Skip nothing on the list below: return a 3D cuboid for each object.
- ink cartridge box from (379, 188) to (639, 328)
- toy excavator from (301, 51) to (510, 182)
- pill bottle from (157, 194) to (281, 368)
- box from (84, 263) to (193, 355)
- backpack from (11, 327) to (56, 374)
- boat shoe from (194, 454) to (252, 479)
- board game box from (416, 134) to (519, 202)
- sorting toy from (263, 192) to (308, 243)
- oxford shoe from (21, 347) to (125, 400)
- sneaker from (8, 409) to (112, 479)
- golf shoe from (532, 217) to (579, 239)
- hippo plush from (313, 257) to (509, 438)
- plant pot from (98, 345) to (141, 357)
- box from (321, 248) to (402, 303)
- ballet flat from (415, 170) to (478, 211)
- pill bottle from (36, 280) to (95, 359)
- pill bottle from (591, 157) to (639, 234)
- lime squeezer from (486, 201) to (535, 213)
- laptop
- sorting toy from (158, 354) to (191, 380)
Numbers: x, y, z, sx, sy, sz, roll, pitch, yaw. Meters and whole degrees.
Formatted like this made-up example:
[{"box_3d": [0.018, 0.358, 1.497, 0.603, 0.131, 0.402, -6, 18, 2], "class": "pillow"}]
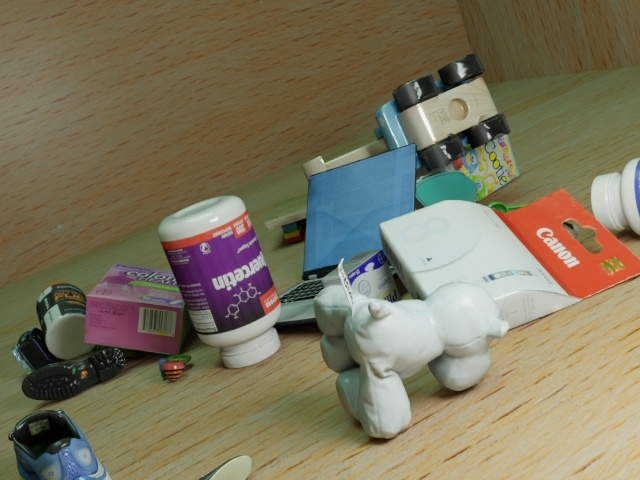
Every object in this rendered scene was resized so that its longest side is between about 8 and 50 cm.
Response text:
[{"box_3d": [0.336, 0.014, 1.662, 0.385, 0.091, 0.308, -21, 36, -6], "class": "ink cartridge box"}, {"box_3d": [0.205, -0.263, 2.400, 0.433, 0.222, 0.445, -26, 2, -20], "class": "toy excavator"}, {"box_3d": [-0.189, 0.084, 1.844, 0.181, 0.323, 0.181, -19, 14, 5], "class": "pill bottle"}, {"box_3d": [-0.407, 0.155, 2.141, 0.213, 0.117, 0.243, 8, 15, 1], "class": "box"}, {"box_3d": [-0.712, 0.274, 2.296, 0.084, 0.105, 0.114, -34, 16, 0], "class": "backpack"}, {"box_3d": [-0.155, 0.351, 1.333, 0.042, 0.049, 0.133, 8, 34, 46], "class": "boat shoe"}, {"box_3d": [0.384, -0.184, 2.478, 0.275, 0.142, 0.144, -30, 17, -37], "class": "board game box"}, {"box_3d": [-0.018, -0.081, 2.750, 0.257, 0.089, 0.255, -18, 13, 10], "class": "sorting toy"}, {"box_3d": [-0.546, 0.298, 2.053, 0.227, 0.083, 0.096, -15, 3, -15], "class": "oxford shoe"}, {"box_3d": [-0.455, 0.345, 1.572, 0.129, 0.147, 0.330, -27, 15, -28], "class": "sneaker"}, {"box_3d": [0.396, -0.003, 1.900, 0.120, 0.105, 0.272, -9, 9, -41], "class": "golf shoe"}, {"box_3d": [0.136, 0.125, 1.386, 0.236, 0.294, 0.234, -16, 34, -18], "class": "hippo plush"}, {"box_3d": [-0.459, 0.243, 2.147, 0.079, 0.083, 0.083, 0, 20, 22], "class": "plant pot"}, {"box_3d": [0.084, 0.105, 1.771, 0.072, 0.137, 0.126, -10, 16, 43], "class": "box"}, {"box_3d": [0.218, -0.051, 2.237, 0.409, 0.147, 0.147, -31, 18, -39], "class": "ballet flat"}, {"box_3d": [-0.645, 0.190, 2.332, 0.130, 0.130, 0.245, -23, 29, -14], "class": "pill bottle"}, {"box_3d": [0.651, -0.088, 1.710, 0.272, 0.152, 0.152, -8, 18, 38], "class": "pill bottle"}, {"box_3d": [0.402, -0.037, 2.110, 0.110, 0.059, 0.310, 31, 43, 33], "class": "lime squeezer"}, {"box_3d": [0.000, 0.000, 2.029, 0.408, 0.236, 0.382, -31, 11, -38], "class": "laptop"}, {"box_3d": [-0.304, 0.266, 1.915, 0.061, 0.042, 0.102, -2, 4, 7], "class": "sorting toy"}]
